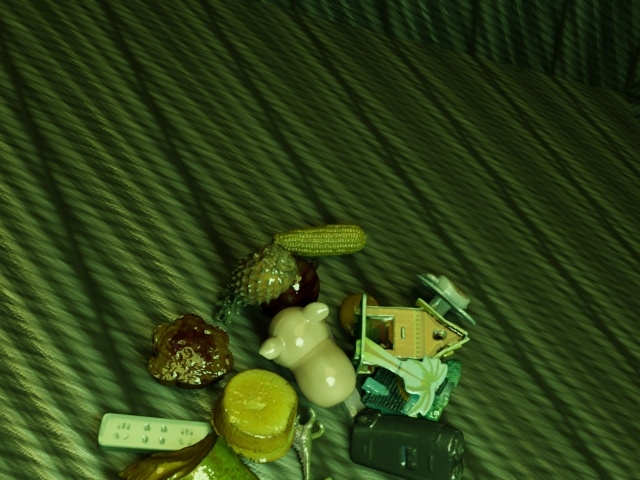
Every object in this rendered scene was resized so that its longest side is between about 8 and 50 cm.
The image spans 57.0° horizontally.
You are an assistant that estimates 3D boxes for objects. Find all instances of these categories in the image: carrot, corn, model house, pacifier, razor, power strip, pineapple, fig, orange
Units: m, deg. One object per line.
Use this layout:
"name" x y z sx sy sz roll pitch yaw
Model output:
"carrot" -0.304 0.619 1.485 0.341 0.241 0.241 44 53 -4
"corn" 0.000 0.000 2.125 0.363 0.120 0.120 -4 58 -22
"model house" 0.256 0.356 1.737 0.324 0.300 0.340 2 67 0
"pacifier" 0.413 0.241 2.105 0.279 0.227 0.207 41 85 -13
"razor" 0.247 0.597 1.698 0.327 0.189 0.107 5 7 27
"power strip" -0.412 0.545 1.634 0.385 0.062 0.091 9 56 -13
"model house" 0.279 0.445 1.858 0.241 0.226 0.261 31 50 9
"pineapple" -0.220 0.145 1.801 0.175 0.361 0.175 30 38 -26
"fig" -0.075 0.122 1.984 0.217 0.217 0.321 36 34 6
"orange" 0.138 0.253 1.999 0.156 0.124 0.156 10 51 -12

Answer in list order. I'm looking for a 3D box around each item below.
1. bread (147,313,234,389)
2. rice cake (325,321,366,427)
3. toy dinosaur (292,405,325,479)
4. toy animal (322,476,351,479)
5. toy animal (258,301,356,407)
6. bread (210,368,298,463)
"bread" -0.380 0.331 1.745 0.247 0.135 0.232 7 55 -15
"rice cake" 0.052 0.421 1.895 0.073 0.056 0.364 -13 62 -25
"toy dinosaur" -0.060 0.605 1.731 0.200 0.072 0.251 -39 85 -28
"toy animal" 0.002 0.752 1.628 0.103 0.101 0.218 39 48 -16
"toy animal" -0.032 0.344 1.761 0.237 0.269 0.326 -35 45 -12
"bread" -0.182 0.481 1.647 0.269 0.145 0.268 13 38 -11
